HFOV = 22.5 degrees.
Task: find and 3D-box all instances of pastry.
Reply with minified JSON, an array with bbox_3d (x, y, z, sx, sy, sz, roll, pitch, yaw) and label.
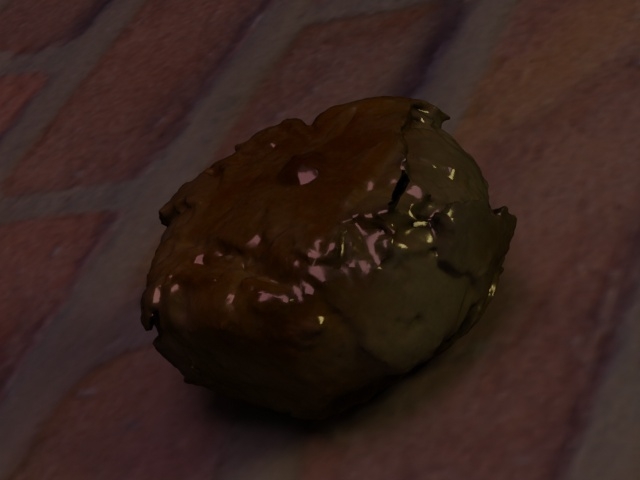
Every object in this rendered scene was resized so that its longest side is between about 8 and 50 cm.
[{"bbox_3d":[0.000,0.004,0.640,0.153,0.081,0.153,-26,31,17],"label":"pastry"}]
